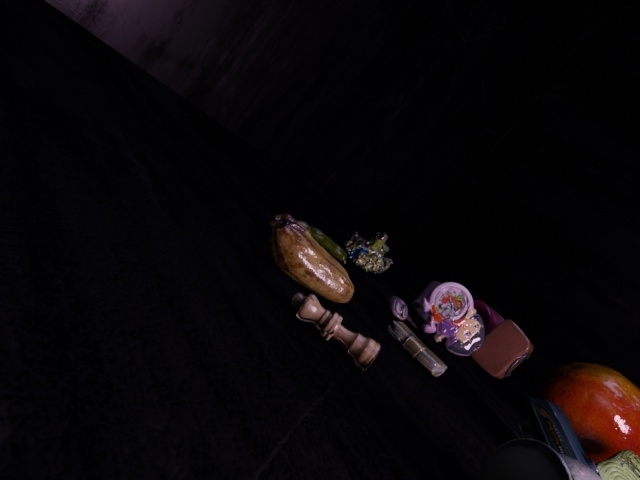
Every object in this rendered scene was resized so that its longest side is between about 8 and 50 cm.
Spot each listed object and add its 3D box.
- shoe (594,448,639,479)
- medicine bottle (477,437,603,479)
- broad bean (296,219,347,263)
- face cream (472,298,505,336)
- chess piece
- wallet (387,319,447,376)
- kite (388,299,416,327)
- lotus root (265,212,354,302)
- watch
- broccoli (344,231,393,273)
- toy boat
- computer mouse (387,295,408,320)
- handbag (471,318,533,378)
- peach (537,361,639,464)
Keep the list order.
[{"bbox_3d":[0.735,0.614,1.294,0.262,0.128,0.140,-10,33,-41],"label":"shoe"},{"bbox_3d":[0.301,0.354,0.699,0.143,0.147,0.147,34,10,-25],"label":"medicine bottle"},{"bbox_3d":[0.000,-0.001,1.635,0.256,0.052,0.053,36,50,-39],"label":"broad bean"},{"bbox_3d":[0.658,0.351,2.179,0.195,0.175,0.175,30,13,-42],"label":"face cream"},{"bbox_3d":[0.021,0.149,0.901,0.172,0.060,0.060,37,8,2],"label":"chess piece"},{"bbox_3d":[0.228,0.259,1.266,0.155,0.039,0.110,44,6,27],"label":"wallet"},{"bbox_3d":[0.254,0.227,1.664,0.137,0.005,0.152,44,10,33],"label":"kite"},{"bbox_3d":[-0.024,0.049,1.104,0.258,0.097,0.110,44,13,-22],"label":"lotus root"},{"bbox_3d":[0.419,0.264,1.749,0.244,0.196,0.231,41,-13,9],"label":"watch"},{"bbox_3d":[0.176,0.031,1.860,0.154,0.160,0.167,-3,46,-36],"label":"broccoli"},{"bbox_3d":[0.500,0.446,1.146,0.114,0.122,0.296,59,12,-19],"label":"toy boat"},{"bbox_3d":[0.236,0.199,1.590,0.066,0.039,0.096,38,14,-12],"label":"computer mouse"},{"bbox_3d":[0.643,0.389,1.859,0.072,0.193,0.151,36,14,-50],"label":"handbag"},{"bbox_3d":[0.856,0.540,1.638,0.372,0.290,0.372,36,5,-3],"label":"peach"}]
